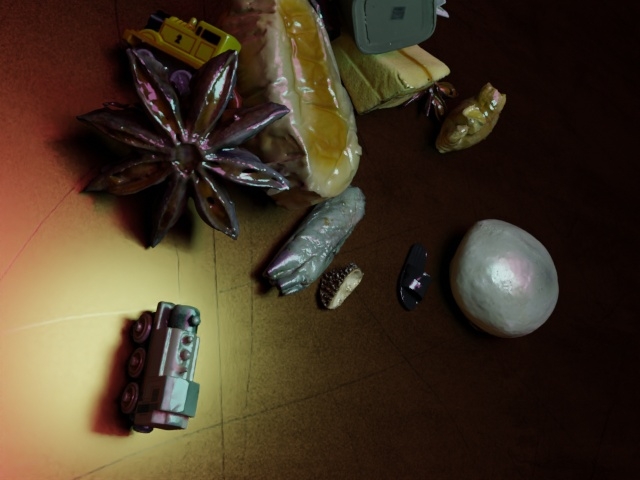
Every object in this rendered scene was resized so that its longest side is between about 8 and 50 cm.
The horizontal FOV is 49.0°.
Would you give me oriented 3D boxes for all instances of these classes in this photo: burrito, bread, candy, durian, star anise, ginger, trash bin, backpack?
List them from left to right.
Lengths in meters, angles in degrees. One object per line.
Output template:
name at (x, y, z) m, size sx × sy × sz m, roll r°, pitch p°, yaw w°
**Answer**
star anise at (-0.199, -0.139, 1.060) m, size 0.332 × 0.332 × 0.117 m, roll 45°, pitch 15°, yaw -22°
bread at (-0.063, -0.246, 1.238) m, size 0.236 × 0.183 × 0.388 m, roll -6°, pitch 85°, yaw -52°
backpack at (-0.034, -0.437, 1.388) m, size 0.165 × 0.106 × 0.119 m, roll -33°, pitch 103°, yaw -46°
burrito at (-0.001, -0.003, 1.305) m, size 0.096 × 0.066 × 0.309 m, roll 50°, pitch 49°, yaw -12°
durian at (0.046, 0.080, 1.328) m, size 0.130 × 0.052 × 0.066 m, roll -39°, pitch 106°, yaw -43°
trash bin at (0.116, -0.523, 1.395) m, size 0.219 × 0.220 × 0.250 m, roll 74°, pitch 1°, yaw -55°
bread at (0.125, -0.417, 1.489) m, size 0.168 × 0.163 × 0.263 m, roll -32°, pitch 98°, yaw -43°
star anise at (0.274, -0.346, 1.676) m, size 0.157 × 0.054 × 0.212 m, roll 41°, pitch 51°, yaw -25°
ginger at (0.360, -0.288, 1.658) m, size 0.216 × 0.157 × 0.102 m, roll -41°, pitch 77°, yaw -16°
candy at (0.423, 0.082, 1.582) m, size 0.296 × 0.185 × 0.295 m, roll 9°, pitch 76°, yaw -39°

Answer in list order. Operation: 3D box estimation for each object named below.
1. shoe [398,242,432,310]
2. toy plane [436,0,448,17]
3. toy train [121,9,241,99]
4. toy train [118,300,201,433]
shoe at (0.208, 0.070, 1.481) m, size 0.062 × 0.053 × 0.159 m, roll 40°, pitch 50°, yaw -30°
toy plane at (0.226, -0.653, 1.702) m, size 0.251 × 0.101 × 0.255 m, roll -14°, pitch 82°, yaw -44°
toy train at (-0.219, -0.297, 1.126) m, size 0.127 × 0.219 × 0.089 m, roll -62°, pitch 167°, yaw 5°
toy train at (-0.220, 0.177, 1.006) m, size 0.081 × 0.125 × 0.193 m, roll 25°, pitch 61°, yaw -38°
